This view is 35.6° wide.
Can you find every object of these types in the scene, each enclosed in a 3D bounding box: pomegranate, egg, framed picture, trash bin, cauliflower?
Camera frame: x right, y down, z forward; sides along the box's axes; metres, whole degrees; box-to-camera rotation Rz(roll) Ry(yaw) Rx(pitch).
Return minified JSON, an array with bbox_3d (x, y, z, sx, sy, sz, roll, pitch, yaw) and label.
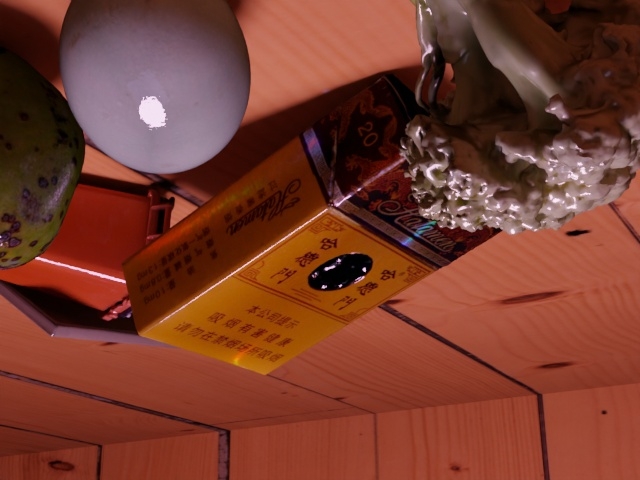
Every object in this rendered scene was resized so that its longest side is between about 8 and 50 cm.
[{"bbox_3d":[-0.363,-0.080,0.996,0.254,0.254,0.270,4,172,-11],"label":"pomegranate"},{"bbox_3d":[-0.147,-0.154,0.891,0.168,0.168,0.231,-1,154,1],"label":"egg"},{"bbox_3d":[-0.361,0.082,1.456,0.232,0.024,0.315,33,-173,26],"label":"framed picture"},{"bbox_3d":[-0.322,-0.003,1.306,0.239,0.161,0.184,17,153,-30],"label":"trash bin"},{"bbox_3d":[0.178,-0.152,0.823,0.260,0.281,0.327,-15,-156,-6],"label":"cauliflower"}]

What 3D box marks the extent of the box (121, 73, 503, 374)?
[{"bbox_3d":[0.000,-0.001,1.201,0.415,0.115,0.264,-32,146,20],"label":"box"}]
